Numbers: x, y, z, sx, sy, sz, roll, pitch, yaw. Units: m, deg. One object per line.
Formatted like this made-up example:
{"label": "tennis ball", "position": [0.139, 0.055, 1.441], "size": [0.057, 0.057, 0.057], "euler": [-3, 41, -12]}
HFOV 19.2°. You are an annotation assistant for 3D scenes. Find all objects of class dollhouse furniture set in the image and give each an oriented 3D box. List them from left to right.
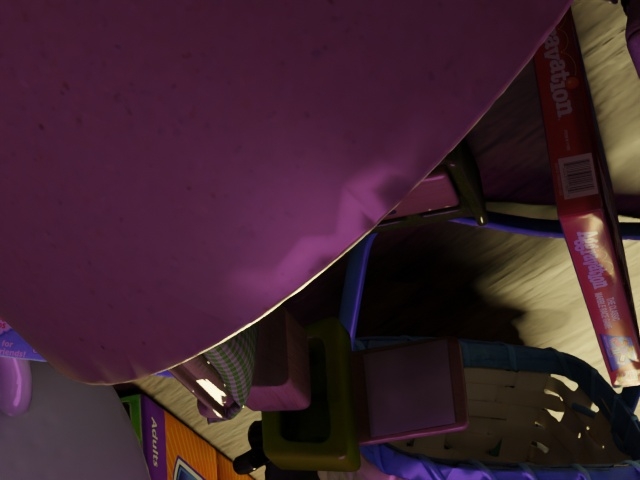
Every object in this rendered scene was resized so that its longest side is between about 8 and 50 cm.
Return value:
{"label": "dollhouse furniture set", "position": [0.000, 0.000, 1.082], "size": [0.151, 0.198, 0.301], "euler": [-10, 156, 13]}

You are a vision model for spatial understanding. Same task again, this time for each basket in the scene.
{"label": "basket", "position": [0.114, 0.112, 1.346], "size": [0.254, 0.201, 0.289], "euler": [7, 116, -21]}

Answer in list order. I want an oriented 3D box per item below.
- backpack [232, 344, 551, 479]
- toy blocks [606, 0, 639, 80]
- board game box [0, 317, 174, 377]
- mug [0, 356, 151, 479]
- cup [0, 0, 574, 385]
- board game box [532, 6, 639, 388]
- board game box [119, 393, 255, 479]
{"label": "backpack", "position": [0.108, 0.230, 1.623], "size": [0.276, 0.213, 0.263], "euler": [-17, 164, 17]}
{"label": "toy blocks", "position": [0.236, -0.103, 0.831], "size": [0.309, 0.260, 0.288], "euler": [-21, 152, 30]}
{"label": "board game box", "position": [-0.189, 0.032, 1.166], "size": [0.160, 0.039, 0.211], "euler": [10, -171, -30]}
{"label": "mug", "position": [-0.306, 0.189, 1.301], "size": [0.328, 0.276, 0.374], "euler": [-11, 131, -32]}
{"label": "cup", "position": [-0.075, -0.152, 0.656], "size": [0.237, 0.331, 0.331], "euler": [40, 135, -23]}
{"label": "board game box", "position": [0.160, -0.024, 1.127], "size": [0.027, 0.145, 0.281], "euler": [-10, 156, 11]}
{"label": "board game box", "position": [-0.246, 0.382, 1.678], "size": [0.356, 0.356, 0.356], "euler": [-11, 155, 13]}
